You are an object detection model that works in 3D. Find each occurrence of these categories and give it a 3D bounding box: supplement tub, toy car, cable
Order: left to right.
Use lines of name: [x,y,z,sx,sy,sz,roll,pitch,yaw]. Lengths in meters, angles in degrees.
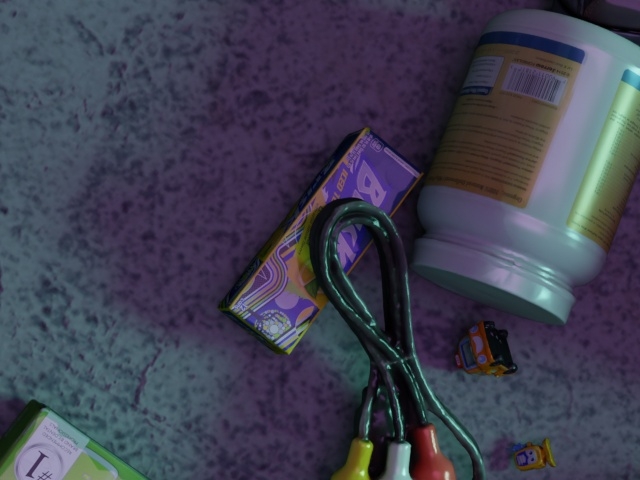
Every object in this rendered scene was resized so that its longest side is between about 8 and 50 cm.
cable: [0.060,0.111,1.307,0.139,0.072,0.287,-5,108,-16]
toy car: [0.133,0.120,1.361,0.040,0.060,0.122,-20,85,19]
supplement tub: [0.155,-0.052,1.325,0.144,0.144,0.199,23,83,-11]

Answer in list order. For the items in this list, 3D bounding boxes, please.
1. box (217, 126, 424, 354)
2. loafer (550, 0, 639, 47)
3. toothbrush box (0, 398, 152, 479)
box: [0.000,0.000,1.334,0.059,0.054,0.169,38,80,-9]
loafer: [0.327,-0.191,1.377,0.302,0.109,0.095,0,123,-10]
toothbrush box: [-0.195,0.282,1.245,0.206,0.122,0.283,38,82,-9]
